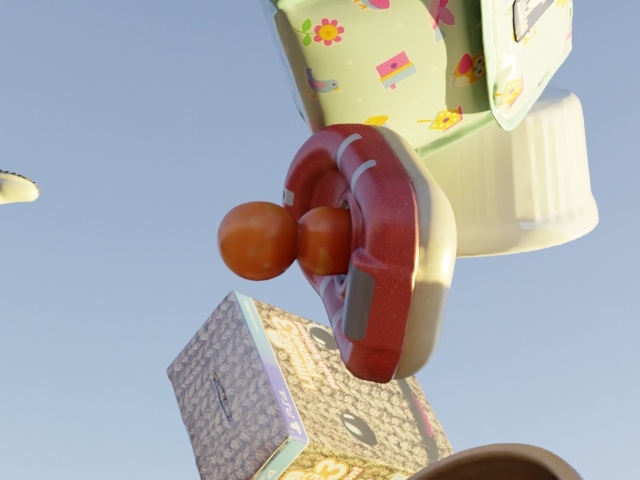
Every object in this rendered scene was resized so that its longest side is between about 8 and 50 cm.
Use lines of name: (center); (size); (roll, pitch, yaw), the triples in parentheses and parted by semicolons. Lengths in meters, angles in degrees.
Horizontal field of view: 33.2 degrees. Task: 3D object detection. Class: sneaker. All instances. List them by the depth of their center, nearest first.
sneaker: (-0.355, -0.033, 1.034); (0.161, 0.075, 0.057); (4, 0, -15)

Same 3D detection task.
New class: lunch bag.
lunch bag: (0.090, -0.194, 0.885); (0.262, 0.160, 0.223); (-21, -41, -1)

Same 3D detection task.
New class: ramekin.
ramekin: (0.141, -0.080, 1.098); (0.277, 0.135, 0.277); (-3, 13, 1)

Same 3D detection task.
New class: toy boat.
toy boat: (0.000, 0.000, 0.780); (0.151, 0.231, 0.151); (3, -68, -11)

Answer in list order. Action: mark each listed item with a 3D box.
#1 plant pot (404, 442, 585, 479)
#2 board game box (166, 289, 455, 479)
plant pot: (0.141, 0.318, 0.775); (0.263, 0.263, 0.229); (-19, -61, 44)
board game box: (-0.003, 0.221, 1.259); (0.291, 0.232, 0.141); (23, -64, -37)
